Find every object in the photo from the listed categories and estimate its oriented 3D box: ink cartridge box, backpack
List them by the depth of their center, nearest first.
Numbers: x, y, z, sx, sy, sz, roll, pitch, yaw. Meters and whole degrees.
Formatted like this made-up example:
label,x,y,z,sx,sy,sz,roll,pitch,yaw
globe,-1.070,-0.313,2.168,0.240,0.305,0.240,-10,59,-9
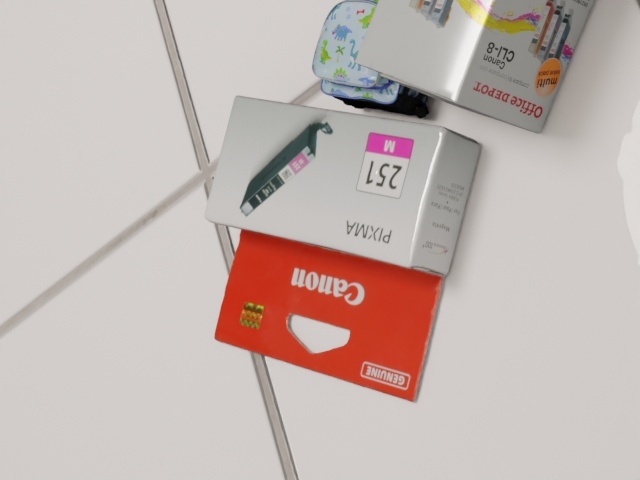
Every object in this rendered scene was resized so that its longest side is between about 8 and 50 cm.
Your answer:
label,x,y,z,sx,sy,sz,roll,pitch,yaw
ink cartridge box,0.138,-0.198,1.367,0.127,0.128,0.176,28,100,42
backpack,0.054,-0.180,1.470,0.105,0.084,0.114,14,87,41
ink cartridge box,0.000,0.000,1.495,0.275,0.060,0.239,13,88,43
